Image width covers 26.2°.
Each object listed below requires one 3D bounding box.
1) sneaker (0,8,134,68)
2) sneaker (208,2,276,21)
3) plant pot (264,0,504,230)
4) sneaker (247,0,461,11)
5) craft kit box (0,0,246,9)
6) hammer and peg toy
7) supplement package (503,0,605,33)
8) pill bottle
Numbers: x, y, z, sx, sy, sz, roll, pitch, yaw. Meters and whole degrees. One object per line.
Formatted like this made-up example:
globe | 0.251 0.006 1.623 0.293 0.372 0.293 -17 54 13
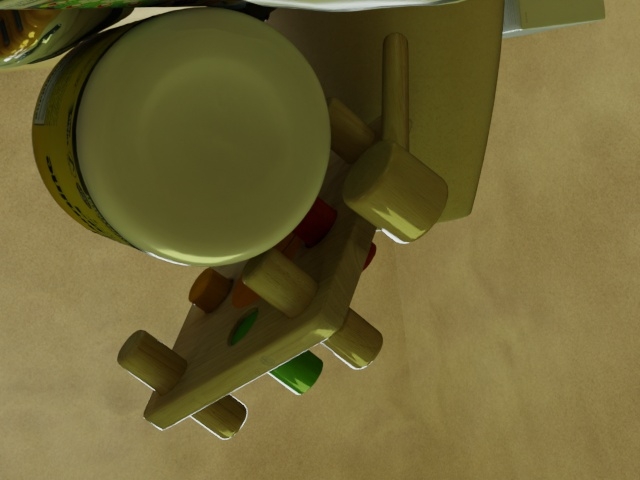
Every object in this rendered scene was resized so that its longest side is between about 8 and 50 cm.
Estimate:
sneaker | -0.275 -0.172 1.124 0.296 0.112 0.131 -2 -172 39
sneaker | -0.079 -0.202 1.112 0.058 0.085 0.152 -6 -169 19
plant pot | 0.065 -0.152 1.314 0.256 0.274 0.256 -7 -175 1
sneaker | 0.088 -0.143 0.451 0.321 0.126 0.127 -7 180 21
craft kit box | -0.048 -0.198 0.884 0.250 0.061 0.246 -7 -173 39
hammer and peg toy | 0.000 0.000 1.156 0.361 0.127 0.266 -33 -154 41
supplement package | 0.196 -0.264 1.425 0.105 0.105 0.179 -11 -174 -24
pill bottle | -0.131 -0.085 1.122 0.188 0.188 0.334 -9 -172 -19
